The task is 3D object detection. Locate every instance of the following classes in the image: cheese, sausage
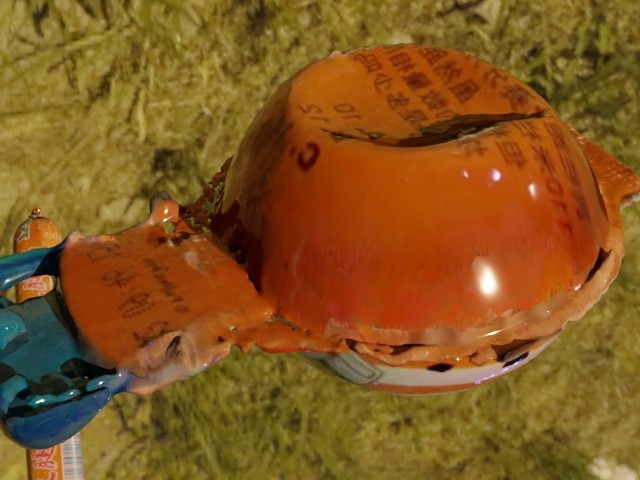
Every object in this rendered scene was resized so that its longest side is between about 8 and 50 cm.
[{"bbox_3d":[0.000,0.000,0.520,0.329,0.217,0.129,-19,130,-21],"label":"cheese"},{"bbox_3d":[-0.263,0.134,1.074,0.053,0.348,0.053,-8,166,-2],"label":"sausage"}]
